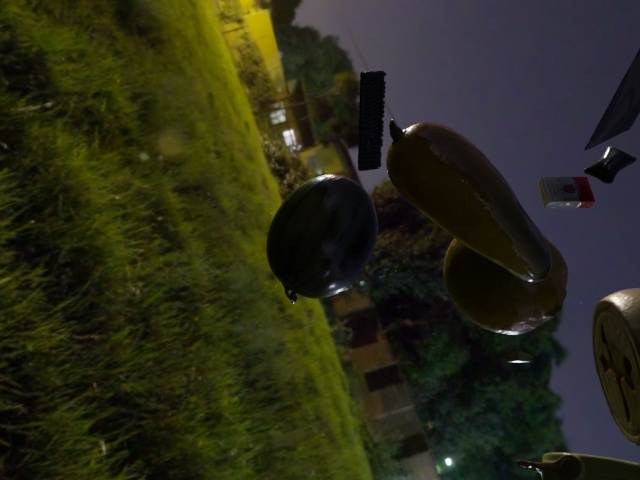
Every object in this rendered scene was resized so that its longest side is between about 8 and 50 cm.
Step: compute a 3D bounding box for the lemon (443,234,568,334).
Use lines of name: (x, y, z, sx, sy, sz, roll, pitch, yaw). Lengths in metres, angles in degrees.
lemon: (0.454, 0.086, 1.454, 0.297, 0.297, 0.297, 164, -90, -88)

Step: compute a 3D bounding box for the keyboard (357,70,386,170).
keyboard: (0.101, -0.234, 1.158, 0.018, 0.060, 0.195, 26, -58, 49)

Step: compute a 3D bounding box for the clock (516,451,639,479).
clock: (0.610, 0.551, 1.340, 0.235, 0.308, 0.096, 54, 43, -59)

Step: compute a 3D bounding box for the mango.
mango: (0.209, -0.054, 0.821, 0.317, 0.119, 0.176, 45, 10, -2)

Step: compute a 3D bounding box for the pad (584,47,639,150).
pad: (0.654, -0.340, 1.168, 0.004, 0.220, 0.330, 42, -42, 30)

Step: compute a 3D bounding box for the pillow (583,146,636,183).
pillow: (0.880, -0.229, 1.781, 0.055, 0.136, 0.091, 58, -16, -24)

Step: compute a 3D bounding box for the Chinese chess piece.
Chinese chess piece: (0.697, 0.268, 1.241, 0.338, 0.141, 0.338, -9, 90, -82)

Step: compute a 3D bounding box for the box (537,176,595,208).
box: (0.785, -0.153, 1.872, 0.048, 0.152, 0.100, 90, -2, -62)

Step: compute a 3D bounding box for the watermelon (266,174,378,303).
watermelon: (0.000, 0.000, 1.559, 0.279, 0.359, 0.279, 33, -8, 5)

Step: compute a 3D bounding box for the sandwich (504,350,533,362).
sandwich: (0.594, 0.349, 1.761, 0.044, 0.083, 0.030, 41, 48, -53)
